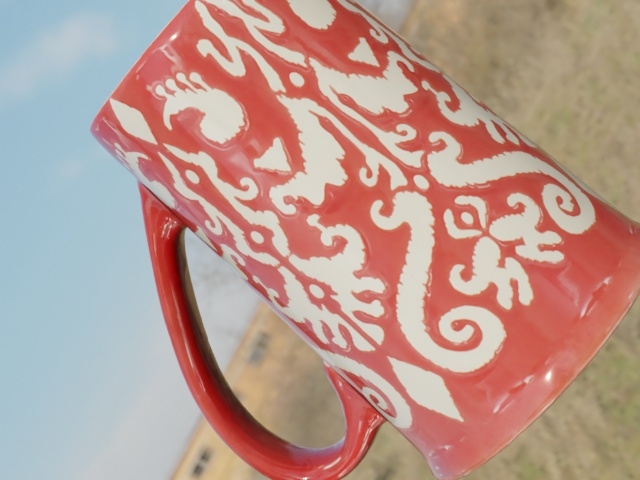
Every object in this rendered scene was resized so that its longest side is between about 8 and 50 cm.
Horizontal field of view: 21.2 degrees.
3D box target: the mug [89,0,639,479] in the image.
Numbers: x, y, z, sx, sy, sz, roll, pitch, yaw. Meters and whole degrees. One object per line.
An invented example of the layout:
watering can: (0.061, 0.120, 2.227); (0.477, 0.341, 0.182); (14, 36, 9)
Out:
mug: (0.003, -0.002, 0.575); (0.150, 0.169, 0.113); (-49, 4, -9)
